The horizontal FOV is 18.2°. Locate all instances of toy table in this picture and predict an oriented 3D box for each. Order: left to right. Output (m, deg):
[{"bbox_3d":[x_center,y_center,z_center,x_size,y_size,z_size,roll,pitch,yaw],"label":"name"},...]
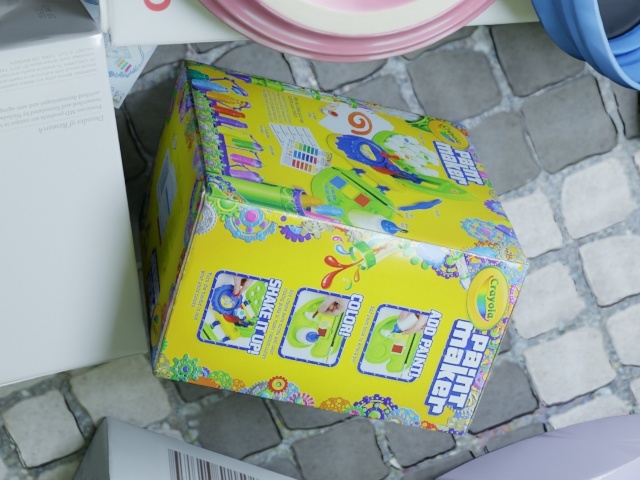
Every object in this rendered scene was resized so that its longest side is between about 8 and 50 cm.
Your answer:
[{"bbox_3d":[0.240,0.291,1.958,0.274,0.252,0.160,-15,102,13],"label":"toy table"}]

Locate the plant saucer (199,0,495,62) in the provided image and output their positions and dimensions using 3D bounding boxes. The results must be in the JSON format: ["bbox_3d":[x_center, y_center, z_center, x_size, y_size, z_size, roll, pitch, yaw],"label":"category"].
[{"bbox_3d":[0.030,-0.287,1.533,0.332,0.084,0.332,-3,115,-7],"label":"plant saucer"}]

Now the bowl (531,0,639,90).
[{"bbox_3d":[0.281,-0.316,1.608,0.077,0.391,0.391,18,122,33],"label":"bowl"}]

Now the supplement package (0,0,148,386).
[{"bbox_3d":[-0.264,-0.047,1.698,0.175,0.177,0.292,-12,114,-13],"label":"supplement package"}]

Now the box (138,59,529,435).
[{"bbox_3d":[0.000,0.000,1.738,0.279,0.290,0.177,12,114,-13],"label":"box"}]

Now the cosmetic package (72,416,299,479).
[{"bbox_3d":[-0.200,0.426,1.996,0.230,0.161,0.453,20,113,-17],"label":"cosmetic package"}]

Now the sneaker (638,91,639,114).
[{"bbox_3d":[0.343,-0.167,1.828,0.083,0.071,0.190,-2,117,-13],"label":"sneaker"}]

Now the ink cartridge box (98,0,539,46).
[{"bbox_3d":[0.000,-0.325,1.647,0.385,0.160,0.279,-4,116,-7],"label":"ink cartridge box"}]

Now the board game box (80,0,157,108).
[{"bbox_3d":[-0.197,-0.176,1.773,0.090,0.020,0.090,28,110,-19],"label":"board game box"}]
